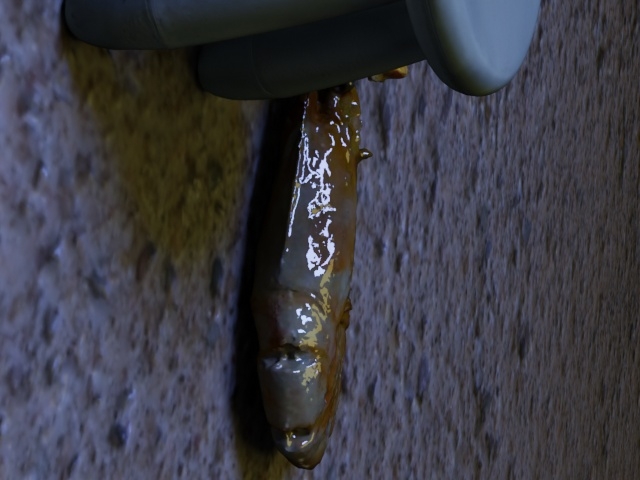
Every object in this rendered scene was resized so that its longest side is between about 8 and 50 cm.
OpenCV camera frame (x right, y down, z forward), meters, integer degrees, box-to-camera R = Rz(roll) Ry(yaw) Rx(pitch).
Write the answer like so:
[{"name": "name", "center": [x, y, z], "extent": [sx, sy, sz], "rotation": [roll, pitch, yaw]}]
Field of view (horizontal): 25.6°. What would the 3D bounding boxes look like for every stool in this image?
[{"name": "stool", "center": [0.002, -0.169, 0.721], "extent": [0.195, 0.198, 0.195], "rotation": [12, 80, -65]}]

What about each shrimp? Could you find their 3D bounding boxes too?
[{"name": "shrimp", "center": [-0.001, 0.000, 0.915], "extent": [0.154, 0.062, 0.294], "rotation": [37, 59, -78]}]

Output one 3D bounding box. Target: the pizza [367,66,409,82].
[{"name": "pizza", "center": [0.022, -0.175, 0.906], "extent": [0.176, 0.036, 0.185], "rotation": [-88, 159, -71]}]
